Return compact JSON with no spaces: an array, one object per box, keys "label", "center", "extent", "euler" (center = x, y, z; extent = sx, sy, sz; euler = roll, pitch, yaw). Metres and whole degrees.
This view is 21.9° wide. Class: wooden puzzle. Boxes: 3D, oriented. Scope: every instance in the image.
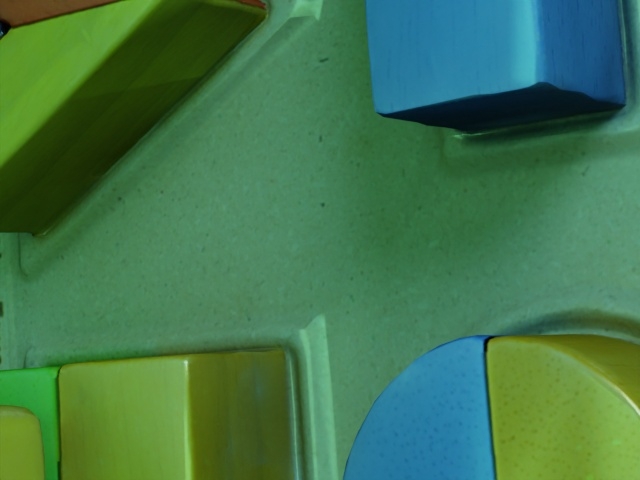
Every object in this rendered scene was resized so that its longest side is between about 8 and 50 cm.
[{"label":"wooden puzzle","center":[0.000,0.000,0.439],"extent":[0.348,0.080,0.322],"euler":[-7,84,29]}]

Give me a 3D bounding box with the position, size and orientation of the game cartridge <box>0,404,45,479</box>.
[{"label":"game cartridge","center":[-0.183,0.193,0.518],"extent":[0.324,0.053,0.285],"euler":[-8,84,50]}]
